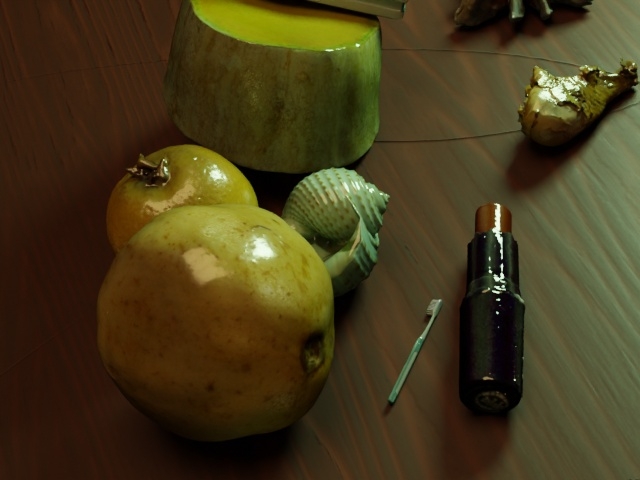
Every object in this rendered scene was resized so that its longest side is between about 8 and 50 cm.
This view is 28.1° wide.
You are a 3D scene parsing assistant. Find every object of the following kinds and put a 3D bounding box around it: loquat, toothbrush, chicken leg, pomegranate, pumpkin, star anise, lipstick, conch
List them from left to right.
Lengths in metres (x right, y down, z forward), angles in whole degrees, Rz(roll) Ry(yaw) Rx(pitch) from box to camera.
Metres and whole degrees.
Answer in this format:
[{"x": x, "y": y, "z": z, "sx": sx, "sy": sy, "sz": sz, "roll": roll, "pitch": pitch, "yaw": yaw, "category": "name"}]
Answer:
[{"x": -0.186, "y": -0.030, "z": 1.732, "sx": 0.208, "sy": 0.208, "sz": 0.208, "roll": -10, "pitch": 45, "yaw": 10, "category": "loquat"}, {"x": -0.118, "y": 0.101, "z": 1.529, "sx": 0.307, "sy": 0.307, "sz": 0.307, "roll": -10, "pitch": 45, "yaw": 10, "category": "pomegranate"}, {"x": -0.054, "y": -0.269, "z": 1.847, "sx": 0.332, "sy": 0.199, "sz": 0.332, "roll": 8, "pitch": 46, "yaw": -9, "category": "pumpkin"}, {"x": 0.008, "y": 0.001, "z": 1.686, "sx": 0.200, "sy": 0.131, "sz": 0.172, "roll": -35, "pitch": 62, "yaw": 25, "category": "conch"}, {"x": 0.117, "y": 0.137, "z": 1.596, "sx": 0.014, "sy": 0.011, "sz": 0.167, "roll": 6, "pitch": 50, "yaw": 31, "category": "toothbrush"}, {"x": 0.212, "y": 0.075, "z": 1.571, "sx": 0.081, "sy": 0.081, "sz": 0.299, "roll": -5, "pitch": 48, "yaw": 16, "category": "lipstick"}, {"x": 0.311, "y": -0.409, "z": 2.001, "sx": 0.236, "sy": 0.093, "sz": 0.229, "roll": -36, "pitch": 52, "yaw": -9, "category": "star anise"}, {"x": 0.357, "y": -0.205, "z": 1.788, "sx": 0.207, "sy": 0.085, "sz": 0.101, "roll": -29, "pitch": 57, "yaw": -21, "category": "chicken leg"}]

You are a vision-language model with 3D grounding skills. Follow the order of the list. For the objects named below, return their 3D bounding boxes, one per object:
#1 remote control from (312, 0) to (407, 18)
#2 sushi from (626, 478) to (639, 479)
[{"x": -0.013, "y": -0.382, "z": 1.821, "sx": 0.277, "sy": 0.055, "sz": 0.103, "roll": 11, "pitch": 36, "yaw": -5, "category": "remote control"}, {"x": 0.242, "y": 0.407, "z": 1.265, "sx": 0.320, "sy": 0.069, "sz": 0.339, "roll": -14, "pitch": 44, "yaw": 19, "category": "sushi"}]
